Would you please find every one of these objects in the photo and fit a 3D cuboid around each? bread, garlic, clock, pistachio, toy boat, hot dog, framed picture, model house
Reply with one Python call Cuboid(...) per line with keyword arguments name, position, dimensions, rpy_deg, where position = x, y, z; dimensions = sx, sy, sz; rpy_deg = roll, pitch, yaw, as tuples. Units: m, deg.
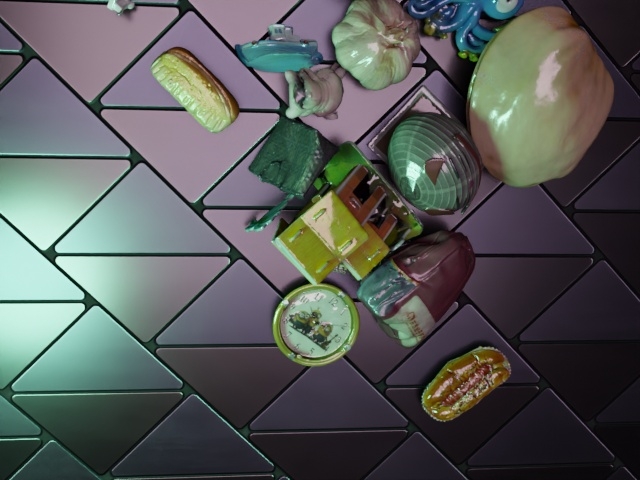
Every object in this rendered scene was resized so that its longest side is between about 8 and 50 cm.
Cuboid(name="bread", position=(-0.298, -0.367, 1.839), dimensions=(0.106, 0.140, 0.236), rpy_deg=(-44, 103, 7))
Cuboid(name="garlic", position=(0.144, -0.485, 1.854), dimensions=(0.228, 0.152, 0.228), rpy_deg=(-1, 96, -11))
Cuboid(name="clock", position=(-0.013, 0.219, 2.031), dimensions=(0.237, 0.057, 0.237), rpy_deg=(-2, 103, -8))
Cuboid(name="pistachio", position=(0.540, -0.349, 1.881), dimensions=(0.365, 0.281, 0.445), rpy_deg=(-2, 117, -8))
Cuboid(name="toy boat", position=(-0.103, -0.476, 1.879), dimensions=(0.215, 0.088, 0.102), rpy_deg=(-4, 67, -5))
Cuboid(name="hot dog", position=(0.397, 0.391, 2.100), dimensions=(0.268, 0.075, 0.144), rpy_deg=(-37, 103, 3))
Cuboid(name="framed picture", position=(0.290, -0.235, 1.993), dimensions=(0.273, 0.016, 0.216), rpy_deg=(43, 94, -12))
Cuboid(name="model house", position=(0.000, 0.000, 1.881), dimensions=(0.300, 0.340, 0.323), rpy_deg=(50, 48, -13))

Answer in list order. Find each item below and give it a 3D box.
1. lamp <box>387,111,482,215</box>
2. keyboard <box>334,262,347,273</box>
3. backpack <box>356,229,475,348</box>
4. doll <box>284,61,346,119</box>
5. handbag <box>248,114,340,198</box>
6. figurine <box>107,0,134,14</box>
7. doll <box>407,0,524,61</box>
Cuboid(name="lamp", position=(0.277, -0.182, 1.873), dimensions=(0.233, 0.233, 0.265), rpy_deg=(-25, 124, -1))
Cuboid(name="keyboard", position=(0.010, 0.053, 2.020), dimensions=(0.129, 0.015, 0.049), rpy_deg=(13, 100, -9))
Cuboid(name="backpack", position=(0.254, 0.097, 1.946), dimensions=(0.317, 0.283, 0.197), rpy_deg=(-45, 62, -4))
Cuboid(name="doll", position=(-0.009, -0.364, 1.865), dimensions=(0.192, 0.095, 0.149), rpy_deg=(-18, 117, -48))
Cuboid(name="handbag", position=(-0.070, -0.201, 1.853), dimensions=(0.088, 0.270, 0.175), rpy_deg=(38, 86, -36))
Cuboid(name="figurine", position=(-0.525, -0.658, 1.766), dimensions=(0.256, 0.182, 0.144), rpy_deg=(34, 54, -5))
Cuboid(name="doll", position=(0.379, -0.615, 1.878), dimensions=(0.341, 0.099, 0.346), rpy_deg=(-20, 108, -6))
